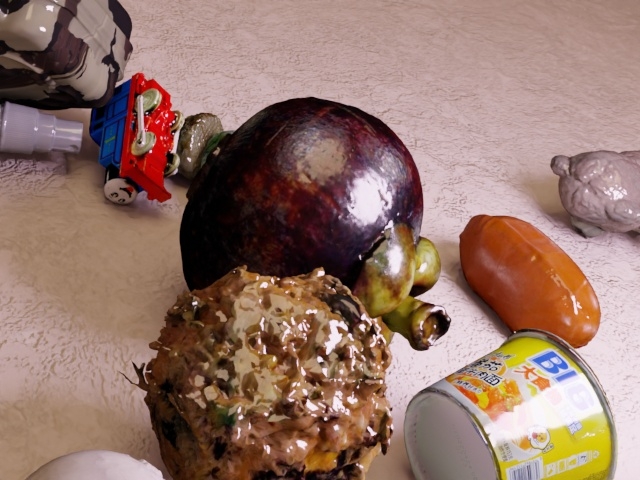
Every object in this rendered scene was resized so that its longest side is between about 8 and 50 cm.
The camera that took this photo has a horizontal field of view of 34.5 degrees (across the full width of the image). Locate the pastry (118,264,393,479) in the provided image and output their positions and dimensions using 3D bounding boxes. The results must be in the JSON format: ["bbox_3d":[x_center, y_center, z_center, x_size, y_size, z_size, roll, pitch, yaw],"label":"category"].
[{"bbox_3d":[-0.051,0.152,0.995,0.275,0.275,0.193,24,-9,10],"label":"pastry"}]

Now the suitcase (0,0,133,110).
[{"bbox_3d":[-0.449,-0.299,1.450,0.352,0.194,0.339,5,-16,17],"label":"suitcase"}]

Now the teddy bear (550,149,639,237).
[{"bbox_3d":[0.514,-0.076,1.739,0.267,0.151,0.236,-11,40,-40],"label":"teddy bear"}]

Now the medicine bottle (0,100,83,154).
[{"bbox_3d":[-0.503,-0.163,1.394,0.352,0.110,0.110,6,34,-19],"label":"medicine bottle"}]

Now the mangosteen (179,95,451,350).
[{"bbox_3d":[-0.011,-0.008,1.225,0.330,0.330,0.330,13,32,-8],"label":"mangosteen"}]

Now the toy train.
[{"bbox_3d":[-0.265,-0.139,1.474,0.083,0.131,0.204,45,31,-41],"label":"toy train"}]

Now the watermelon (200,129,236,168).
[{"bbox_3d":[-0.097,-0.086,1.496,0.139,0.071,0.187,19,49,-37],"label":"watermelon"}]

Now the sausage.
[{"bbox_3d":[0.294,0.053,1.455,0.133,0.133,0.258,-5,38,-32],"label":"sausage"}]

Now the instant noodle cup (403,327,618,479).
[{"bbox_3d":[0.196,0.215,1.104,0.153,0.205,0.205,-18,46,-31],"label":"instant noodle cup"}]

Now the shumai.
[{"bbox_3d":[-0.205,-0.146,1.550,0.087,0.099,0.124,8,18,18],"label":"shumai"}]

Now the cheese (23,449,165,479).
[{"bbox_3d":[-0.181,0.264,0.851,0.154,0.189,0.198,-26,43,-7],"label":"cheese"}]
